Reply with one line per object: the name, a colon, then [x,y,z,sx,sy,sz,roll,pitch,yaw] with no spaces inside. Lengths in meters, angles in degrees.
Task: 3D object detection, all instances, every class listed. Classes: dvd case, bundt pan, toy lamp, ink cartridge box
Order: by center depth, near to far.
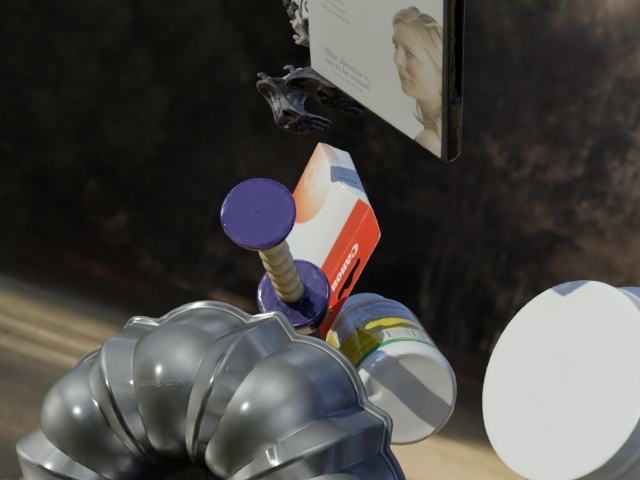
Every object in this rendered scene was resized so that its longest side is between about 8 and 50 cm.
bundt pan: [-0.102,0.211,1.375,0.330,0.331,0.124,19,3,15]
dvd case: [0.051,-0.202,1.465,0.180,0.022,0.253,38,-32,33]
toy lamp: [-0.037,0.026,1.713,0.080,0.080,0.275,19,-18,14]
ink cartridge box: [0.000,0.000,1.886,0.045,0.145,0.179,19,26,-20]

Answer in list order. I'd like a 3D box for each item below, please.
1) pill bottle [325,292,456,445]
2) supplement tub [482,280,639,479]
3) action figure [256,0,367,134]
pill bottle: [0.069,0.133,1.921,0.117,0.118,0.208,21,13,-18]
supplement tub: [0.328,0.177,1.679,0.316,0.228,0.228,25,-6,-40]
action figure: [0.027,-0.240,1.849,0.141,0.276,0.164,28,-32,-20]
